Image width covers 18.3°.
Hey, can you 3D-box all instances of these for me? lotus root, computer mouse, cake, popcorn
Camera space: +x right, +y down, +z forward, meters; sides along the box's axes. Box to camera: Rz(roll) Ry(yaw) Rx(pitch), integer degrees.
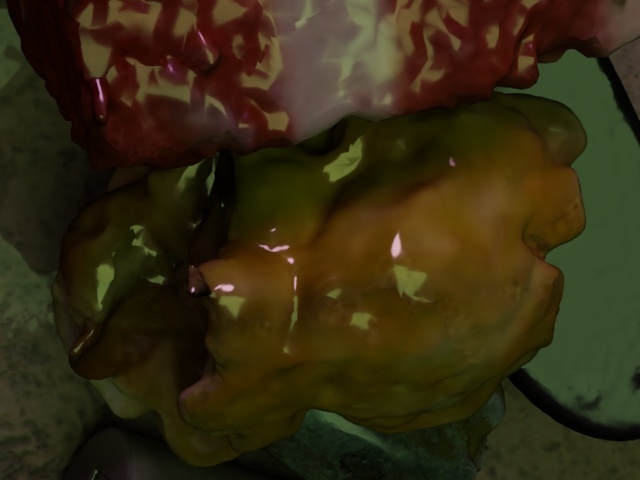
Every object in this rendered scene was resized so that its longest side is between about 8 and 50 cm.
[{"bbox_3d":[0.013,0.076,1.065,0.192,0.088,0.113,30,83,-19],"label":"lotus root"},{"bbox_3d":[0.121,-0.018,1.071,0.137,0.086,0.269,-31,105,0],"label":"computer mouse"},{"bbox_3d":[0.004,-0.209,0.865,0.320,0.270,0.269,-15,113,-13],"label":"cake"},{"bbox_3d":[-0.003,0.002,0.939,0.254,0.190,0.191,-11,150,-8],"label":"popcorn"}]

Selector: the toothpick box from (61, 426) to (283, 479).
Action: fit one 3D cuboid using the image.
[{"bbox_3d":[-0.050,0.175,1.064,0.181,0.111,0.111,21,100,-25],"label":"toothpick box"}]
